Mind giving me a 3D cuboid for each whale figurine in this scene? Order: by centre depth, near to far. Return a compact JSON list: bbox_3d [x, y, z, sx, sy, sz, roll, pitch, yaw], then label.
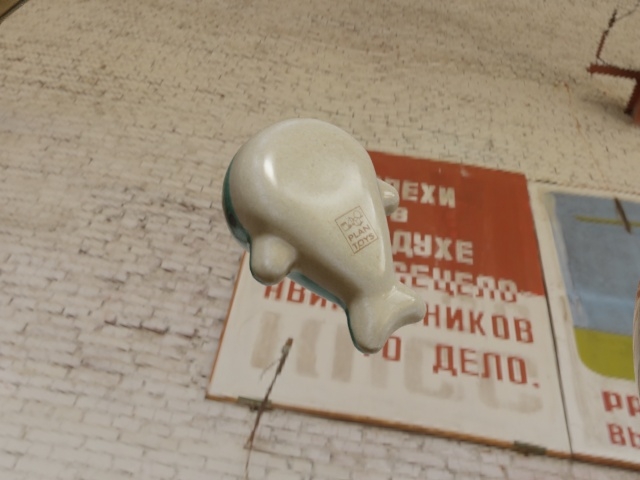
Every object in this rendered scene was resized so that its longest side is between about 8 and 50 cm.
[{"bbox_3d":[0.000,0.000,0.993,0.272,0.216,0.141,56,-35,2],"label":"whale figurine"}]

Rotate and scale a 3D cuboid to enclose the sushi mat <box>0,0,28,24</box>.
[{"bbox_3d":[-0.090,-0.162,0.247,0.317,0.019,0.151,-33,-78,14],"label":"sushi mat"}]

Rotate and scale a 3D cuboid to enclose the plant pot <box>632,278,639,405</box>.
[{"bbox_3d":[0.339,0.038,0.619,0.284,0.284,0.190,-24,-70,21],"label":"plant pot"}]
